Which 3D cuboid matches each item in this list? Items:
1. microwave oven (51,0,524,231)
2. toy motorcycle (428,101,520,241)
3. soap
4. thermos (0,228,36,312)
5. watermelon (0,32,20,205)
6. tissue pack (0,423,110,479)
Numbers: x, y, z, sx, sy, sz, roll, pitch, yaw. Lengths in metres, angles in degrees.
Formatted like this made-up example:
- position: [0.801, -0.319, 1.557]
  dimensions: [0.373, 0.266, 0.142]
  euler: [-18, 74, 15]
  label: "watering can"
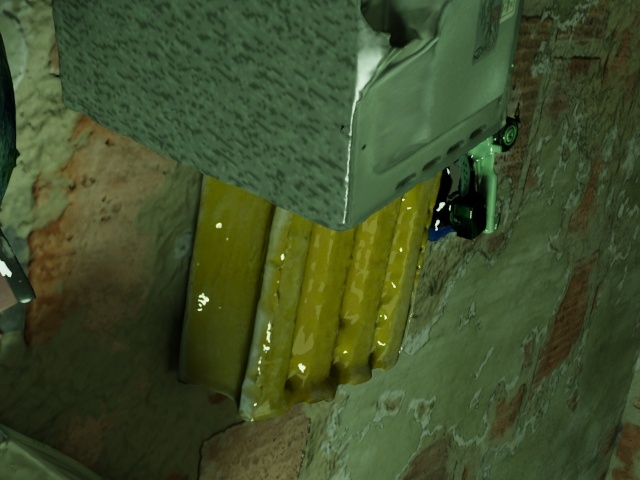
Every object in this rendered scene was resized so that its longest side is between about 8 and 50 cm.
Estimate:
- position: [-0.015, -0.276, 0.702]
  dimensions: [0.236, 0.375, 0.431]
  euler: [-36, 139, -42]
  label: "microwave oven"
- position: [0.167, -0.158, 1.255]
  dimensions: [0.196, 0.125, 0.331]
  euler: [-29, 126, -43]
  label: "toy motorcycle"
- position: [0.000, 0.000, 1.063]
  dimensions: [0.293, 0.156, 0.334]
  euler: [-17, 121, -54]
  label: "soap"
- position: [-0.353, 0.067, 0.595]
  dimensions: [0.330, 0.136, 0.109]
  euler: [-29, 96, -17]
  label: "thermos"
- position: [-0.279, -0.077, 0.564]
  dimensions: [0.226, 0.318, 0.148]
  euler: [-24, 147, 7]
  label: "watermelon"
- position: [-0.232, 0.354, 0.886]
  dimensions: [0.266, 0.194, 0.356]
  euler: [-55, 145, -13]
  label: "tissue pack"
